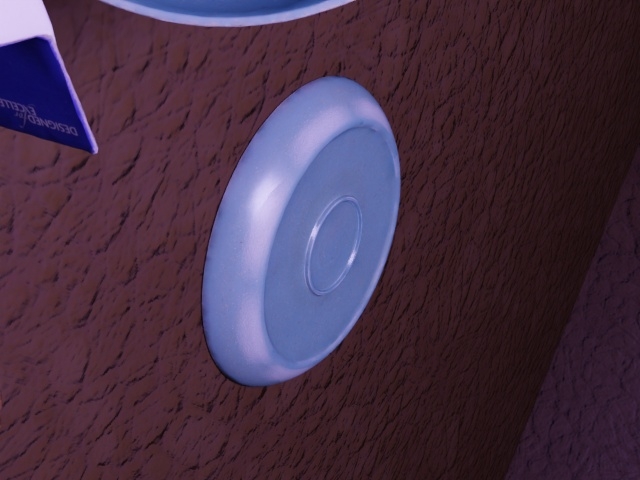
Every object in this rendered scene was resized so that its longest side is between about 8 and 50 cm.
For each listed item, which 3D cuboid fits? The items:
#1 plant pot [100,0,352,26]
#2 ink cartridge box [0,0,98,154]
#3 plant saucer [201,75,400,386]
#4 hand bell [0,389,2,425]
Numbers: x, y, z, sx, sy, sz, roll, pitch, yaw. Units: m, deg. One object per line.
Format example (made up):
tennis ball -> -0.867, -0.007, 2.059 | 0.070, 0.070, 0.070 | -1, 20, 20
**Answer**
plant pot -> -0.048, -0.268, 0.461 | 0.195, 0.290, 0.290 | -100, -164, -66
ink cartridge box -> -0.203, -0.170, 0.289 | 0.069, 0.176, 0.371 | -56, 150, -33
plant saucer -> 0.000, 0.000, 0.925 | 0.317, 0.044, 0.317 | -41, 141, -45
hand bell -> -0.215, 0.051, 0.523 | 0.126, 0.126, 0.242 | -54, 160, -29
